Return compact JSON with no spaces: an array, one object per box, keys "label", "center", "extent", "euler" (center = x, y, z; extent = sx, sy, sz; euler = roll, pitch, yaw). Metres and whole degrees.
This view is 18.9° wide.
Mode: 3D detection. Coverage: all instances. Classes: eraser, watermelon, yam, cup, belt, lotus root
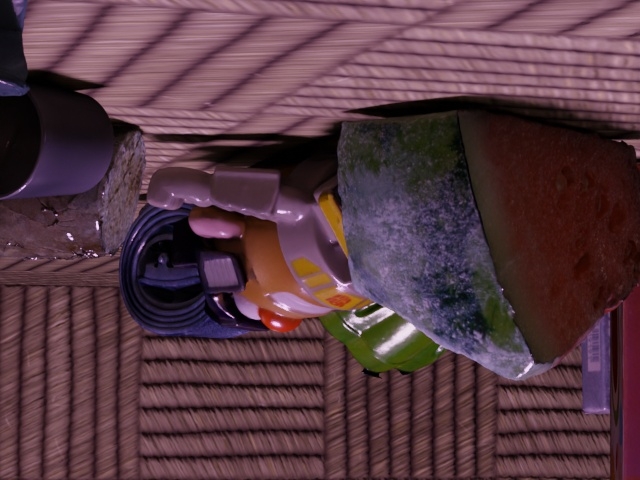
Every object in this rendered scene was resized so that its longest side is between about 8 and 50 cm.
[{"label":"eraser","center":[0.312,0.071,1.959],"extent":[0.092,0.212,0.046],"euler":[2,173,-23]},{"label":"watermelon","center":[0.147,-0.011,1.406],"extent":[0.140,0.193,0.256],"euler":[-3,-172,42]},{"label":"yam","center":[-0.220,-0.035,1.453],"extent":[0.183,0.107,0.107],"euler":[2,176,18]},{"label":"cup","center":[-0.191,-0.070,1.242],"extent":[0.100,0.078,0.077],"euler":[36,-162,27]},{"label":"belt","center":[-0.117,0.023,1.856],"extent":[0.082,0.141,0.190],"euler":[7,173,-39]},{"label":"lotus root","center":[0.102,0.017,1.769],"extent":[0.186,0.186,0.186],"euler":[0,175,0]}]

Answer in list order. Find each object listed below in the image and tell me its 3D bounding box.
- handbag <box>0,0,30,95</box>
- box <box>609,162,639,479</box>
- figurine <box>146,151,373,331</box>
[{"label":"handbag","center":[-0.263,-0.100,0.900],"extent":[0.229,0.062,0.179],"euler":[4,174,-33]},{"label":"box","center":[0.326,0.139,1.740],"extent":[0.122,0.385,0.344],"euler":[0,175,7]},{"label":"figurine","center":[0.003,-0.001,1.544],"extent":[0.308,0.143,0.308],"euler":[24,155,12]}]
